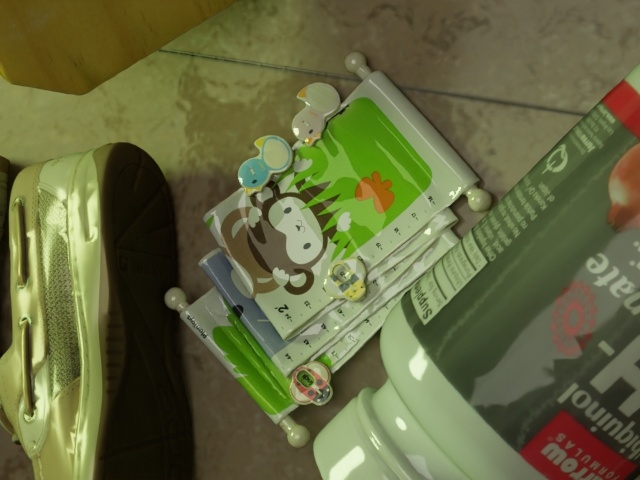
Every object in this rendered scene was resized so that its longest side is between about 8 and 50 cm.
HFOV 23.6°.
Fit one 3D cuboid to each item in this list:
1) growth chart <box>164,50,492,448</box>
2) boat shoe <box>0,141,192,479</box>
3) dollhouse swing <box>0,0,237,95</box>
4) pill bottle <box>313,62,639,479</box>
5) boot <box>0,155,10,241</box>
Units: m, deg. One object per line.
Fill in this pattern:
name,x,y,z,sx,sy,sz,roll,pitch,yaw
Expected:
growth chart,0.000,0.000,1.059,0.172,0.021,0.237,41,94,18
boat shoe,-0.166,0.104,1.077,0.110,0.121,0.341,-9,72,25
dollhouse swing,-0.182,-0.333,1.012,0.347,0.305,0.315,-35,59,-15
pill bottle,0.149,0.058,0.921,0.318,0.176,0.176,-46,72,12
boot,-0.365,0.031,1.134,0.262,0.095,0.203,1,89,-9
